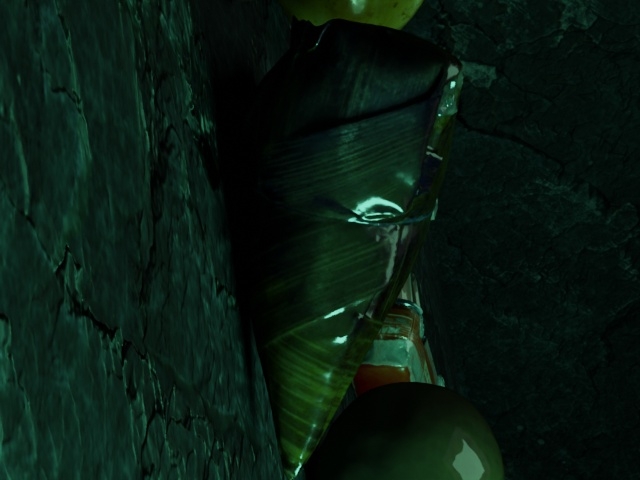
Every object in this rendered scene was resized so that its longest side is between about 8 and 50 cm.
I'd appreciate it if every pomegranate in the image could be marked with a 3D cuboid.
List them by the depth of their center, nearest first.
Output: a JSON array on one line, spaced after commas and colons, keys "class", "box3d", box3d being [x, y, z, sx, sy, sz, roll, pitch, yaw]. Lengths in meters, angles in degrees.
[{"class": "pomegranate", "box3d": [0.039, -0.350, 2.015, 0.233, 0.233, 0.233, -8, 90, -82]}]

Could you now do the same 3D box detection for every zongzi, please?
[{"class": "zongzi", "box3d": [0.000, 0.000, 1.657, 0.403, 0.207, 0.432, -137, -122, -84]}]

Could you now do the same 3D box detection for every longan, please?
[{"class": "longan", "box3d": [0.099, 0.281, 1.788, 0.248, 0.248, 0.248, -8, 90, -82]}]

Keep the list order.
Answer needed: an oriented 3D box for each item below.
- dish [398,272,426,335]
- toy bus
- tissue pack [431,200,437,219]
[{"class": "dish", "box3d": [0.109, 0.104, 2.479, 0.213, 0.090, 0.213, -9, 90, -83]}, {"class": "toy bus", "box3d": [0.104, 0.196, 2.283, 0.265, 0.121, 0.120, 73, 21, -48]}, {"class": "tissue pack", "box3d": [0.097, -0.148, 2.501, 0.159, 0.135, 0.246, -51, 132, -79]}]
